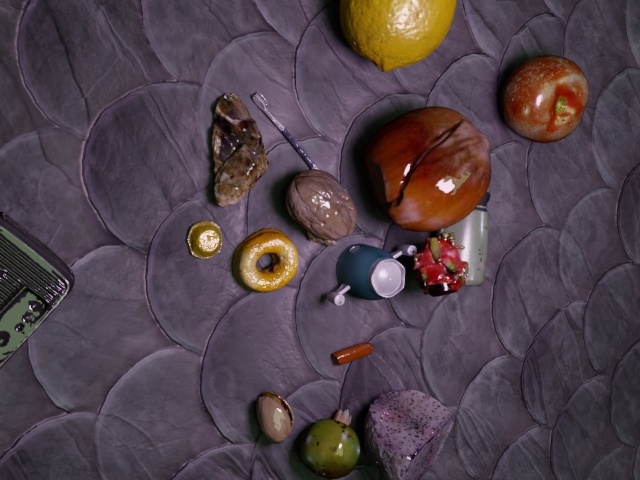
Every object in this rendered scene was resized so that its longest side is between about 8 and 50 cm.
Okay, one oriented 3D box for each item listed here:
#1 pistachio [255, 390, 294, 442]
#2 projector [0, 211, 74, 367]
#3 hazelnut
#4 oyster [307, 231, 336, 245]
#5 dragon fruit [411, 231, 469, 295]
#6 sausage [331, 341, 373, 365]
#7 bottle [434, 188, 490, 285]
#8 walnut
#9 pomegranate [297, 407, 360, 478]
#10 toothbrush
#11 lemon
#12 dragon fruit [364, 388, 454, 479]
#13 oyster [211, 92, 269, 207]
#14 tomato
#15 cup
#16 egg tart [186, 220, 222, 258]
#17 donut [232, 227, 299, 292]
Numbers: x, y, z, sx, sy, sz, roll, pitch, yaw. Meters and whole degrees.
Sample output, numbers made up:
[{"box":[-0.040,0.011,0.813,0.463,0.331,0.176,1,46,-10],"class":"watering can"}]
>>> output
[{"box":[-0.129,0.493,1.890,0.113,0.113,0.149,-20,88,-22],"class":"pistachio"},{"box":[-0.733,0.134,1.399,0.242,0.405,0.395,47,75,-21],"class":"projector"},{"box":[0.297,-0.196,1.897,0.315,0.372,0.372,8,92,-63],"class":"hazelnut"},{"box":[0.000,0.000,1.921,0.083,0.080,0.038,38,103,12],"class":"oyster"},{"box":[0.341,0.066,1.930,0.160,0.166,0.172,-3,74,-27],"class":"dragon fruit"},{"box":[0.098,0.333,2.011,0.131,0.039,0.041,-15,99,-22],"class":"sausage"},{"box":[0.434,-0.037,2.069,0.168,0.168,0.347,8,89,-26],"class":"bottle"},{"box":[0.007,-0.093,1.857,0.230,0.178,0.178,44,76,-16],"class":"walnut"},{"box":[0.034,0.573,1.946,0.180,0.180,0.210,42,49,-22],"class":"pomegranate"},{"box":[-0.090,-0.291,1.876,0.288,0.024,0.026,49,60,-20],"class":"toothbrush"},{"box":[0.207,-0.636,1.827,0.336,0.336,0.336,-2,96,-25],"class":"lemon"},{"box":[0.236,0.592,2.023,0.283,0.204,0.221,-27,136,-43],"class":"dragon fruit"},{"box":[-0.225,-0.244,1.785,0.166,0.094,0.294,-14,95,-15],"class":"oyster"},{"box":[0.689,-0.443,2.121,0.270,0.222,0.270,-11,119,-20],"class":"tomato"},{"box":[0.155,0.098,1.943,0.299,0.173,0.167,-33,109,-19],"class":"cup"},{"box":[-0.301,-0.001,1.794,0.105,0.039,0.105,-3,96,-27],"class":"egg tart"},{"box":[-0.142,0.058,1.854,0.190,0.074,0.174,-15,101,-23],"class":"donut"}]
